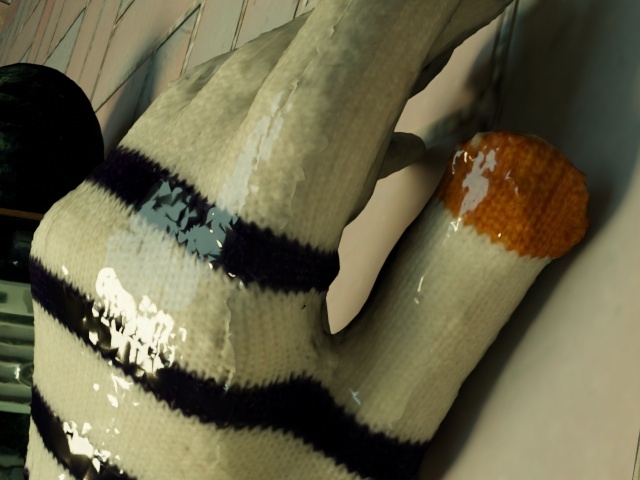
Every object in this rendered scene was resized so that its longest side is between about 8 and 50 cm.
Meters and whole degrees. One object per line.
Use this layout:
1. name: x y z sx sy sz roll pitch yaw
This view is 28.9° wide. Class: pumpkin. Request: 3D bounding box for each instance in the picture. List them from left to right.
1. pumpkin: -0.230 -0.036 0.929 0.194 0.150 0.194 -3 87 56

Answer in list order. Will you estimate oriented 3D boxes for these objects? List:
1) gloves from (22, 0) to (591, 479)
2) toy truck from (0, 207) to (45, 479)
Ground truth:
1. gloves: -0.015 -0.004 0.379 0.140 0.131 0.219 -123 47 -62
2. toy truck: -0.160 0.072 0.669 0.338 0.133 0.184 -152 71 -72
